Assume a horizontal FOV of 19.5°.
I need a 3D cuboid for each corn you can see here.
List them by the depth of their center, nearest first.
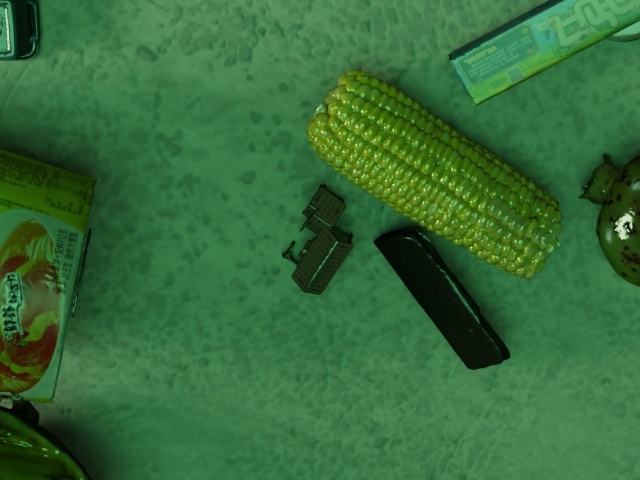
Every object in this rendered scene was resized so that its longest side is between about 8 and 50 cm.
[{"bbox_3d":[0.101,-0.057,1.646,0.244,0.093,0.093,34,106,-7],"label":"corn"}]

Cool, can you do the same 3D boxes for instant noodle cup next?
[{"bbox_3d":[-0.313,0.026,1.638,0.200,0.264,0.264,12,108,-9],"label":"instant noodle cup"}]

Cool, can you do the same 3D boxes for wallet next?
[{"bbox_3d":[0.111,0.054,1.692,0.018,0.082,0.157,-42,100,-26],"label":"wallet"}]

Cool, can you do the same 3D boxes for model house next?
[{"bbox_3d":[0.000,0.000,1.689,0.057,0.058,0.083,33,107,-5],"label":"model house"}]

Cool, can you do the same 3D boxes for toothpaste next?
[{"bbox_3d":[0.213,-0.176,1.625,0.193,0.044,0.070,-27,102,12],"label":"toothpaste"}]

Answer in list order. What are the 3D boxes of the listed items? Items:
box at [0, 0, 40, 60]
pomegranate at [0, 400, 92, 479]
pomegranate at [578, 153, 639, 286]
[{"bbox_3d":[-0.304,-0.193,1.660,0.099,0.054,0.074,0,105,5],"label":"box"},{"bbox_3d":[-0.339,0.304,1.702,0.260,0.260,0.341,32,83,-5],"label":"pomegranate"},{"bbox_3d":[0.294,-0.022,1.627,0.130,0.130,0.130,1,107,5],"label":"pomegranate"}]
